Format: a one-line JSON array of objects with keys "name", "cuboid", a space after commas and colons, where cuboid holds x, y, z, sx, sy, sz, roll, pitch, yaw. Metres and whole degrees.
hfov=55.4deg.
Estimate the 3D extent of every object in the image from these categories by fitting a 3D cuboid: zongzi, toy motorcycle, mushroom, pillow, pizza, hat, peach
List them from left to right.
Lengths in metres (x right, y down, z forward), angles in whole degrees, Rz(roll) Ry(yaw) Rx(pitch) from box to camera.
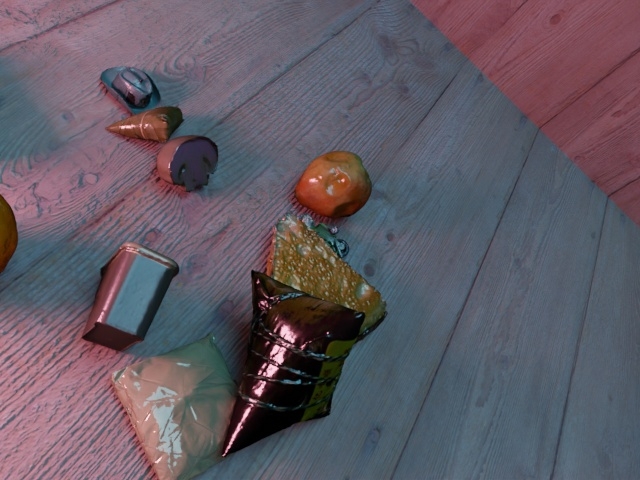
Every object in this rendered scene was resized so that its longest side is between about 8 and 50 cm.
[{"name": "hat", "cuboid": [-0.525, -0.436, 1.720, 0.191, 0.078, 0.138, 47, 44, 0]}, {"name": "zongzi", "cuboid": [-0.485, -0.338, 1.708, 0.178, 0.081, 0.189, 3, 29, 4]}, {"name": "mushroom", "cuboid": [-0.372, -0.221, 1.667, 0.117, 0.141, 0.188, 27, 35, 29]}, {"name": "pillow", "cuboid": [-0.287, 0.367, 1.356, 0.274, 0.076, 0.280, -17, 73, -45]}, {"name": "zongzi", "cuboid": [-0.096, 0.307, 1.385, 0.362, 0.319, 0.383, -23, 120, -49]}, {"name": "pizza", "cuboid": [-0.029, 0.177, 1.669, 0.435, 0.080, 0.392, 42, 47, -9]}, {"name": "toy motorcycle", "cuboid": [0.000, 0.000, 1.825, 0.190, 0.074, 0.106, 38, 55, -11]}, {"name": "peach", "cuboid": [0.032, -0.173, 1.887, 0.236, 0.214, 0.214, -12, 68, -22]}]

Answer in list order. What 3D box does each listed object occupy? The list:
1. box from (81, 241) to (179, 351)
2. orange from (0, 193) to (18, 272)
[{"name": "box", "cuboid": [-0.419, 0.129, 1.303, 0.138, 0.274, 0.178, 26, 62, -19]}, {"name": "orange", "cuboid": [-0.719, -0.019, 1.186, 0.240, 0.240, 0.240, 19, 52, -26]}]
